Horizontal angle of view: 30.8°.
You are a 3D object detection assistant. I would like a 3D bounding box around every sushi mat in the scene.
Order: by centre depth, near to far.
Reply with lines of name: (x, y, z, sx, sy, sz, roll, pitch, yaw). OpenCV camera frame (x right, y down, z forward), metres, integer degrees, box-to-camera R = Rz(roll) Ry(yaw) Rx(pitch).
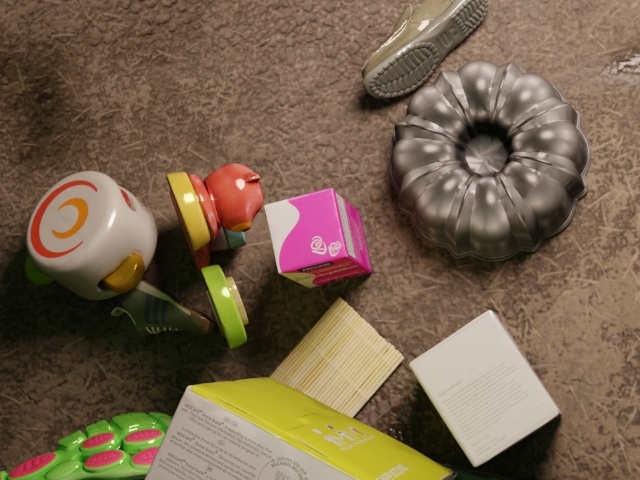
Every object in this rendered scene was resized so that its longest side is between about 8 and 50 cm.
sushi mat: (-0.019, 0.257, 1.880, 0.151, 0.019, 0.316, 41, 92, 15)

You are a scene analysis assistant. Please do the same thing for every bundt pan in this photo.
bundt pan: (0.260, -0.136, 1.826, 0.330, 0.124, 0.331, -2, 81, 12)

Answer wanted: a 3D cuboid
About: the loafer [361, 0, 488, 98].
loafer: (0.161, -0.331, 1.908, 0.251, 0.094, 0.087, -39, 50, -5)

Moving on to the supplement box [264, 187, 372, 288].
supplement box: (0.000, 0.000, 1.812, 0.111, 0.220, 0.114, -14, 78, 11)

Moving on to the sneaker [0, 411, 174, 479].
sneaker: (-0.372, 0.430, 1.877, 0.482, 0.185, 0.202, -21, 116, 0)

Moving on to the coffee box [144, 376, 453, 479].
coffee box: (-0.052, 0.415, 1.642, 0.338, 0.337, 0.334, 25, 93, 17)

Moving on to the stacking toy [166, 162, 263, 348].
stacking toy: (-0.134, 0.013, 1.822, 0.130, 0.309, 0.280, -21, 92, -7)

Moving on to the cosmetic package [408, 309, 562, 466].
cosmetic package: (0.251, 0.225, 1.753, 0.151, 0.151, 0.184, -34, 76, 6)

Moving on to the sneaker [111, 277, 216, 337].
sneaker: (-0.269, 0.130, 1.937, 0.192, 0.064, 0.086, 28, 88, 22)

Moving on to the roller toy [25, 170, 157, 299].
roller toy: (-0.372, -0.005, 1.922, 0.209, 0.146, 0.191, -4, 61, 30)

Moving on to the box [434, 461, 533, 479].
box: (0.246, 0.444, 1.768, 0.231, 0.056, 0.183, 9, 82, 15)
